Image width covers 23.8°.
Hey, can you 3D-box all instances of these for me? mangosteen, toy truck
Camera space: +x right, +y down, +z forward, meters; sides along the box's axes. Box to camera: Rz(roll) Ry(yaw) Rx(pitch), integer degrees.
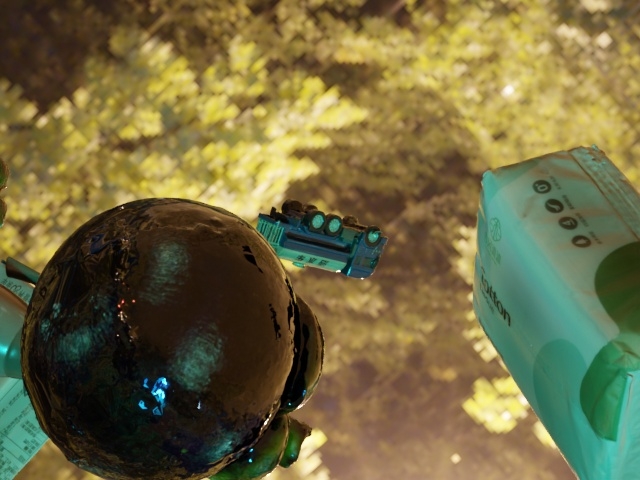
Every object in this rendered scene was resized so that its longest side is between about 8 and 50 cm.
[{"bbox_3d":[-0.092,0.088,1.083,0.250,0.211,0.211,41,-168,-37],"label":"mangosteen"},{"bbox_3d":[0.000,0.000,2.119,0.201,0.088,0.074,14,-174,-40],"label":"toy truck"}]

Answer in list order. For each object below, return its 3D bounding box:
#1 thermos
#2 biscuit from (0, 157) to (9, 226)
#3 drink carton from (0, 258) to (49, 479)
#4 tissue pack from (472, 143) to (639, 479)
[{"bbox_3d":[-0.348,0.083,1.640,0.193,0.137,0.105,24,149,17],"label":"thermos"},{"bbox_3d":[-0.520,-0.041,2.105,0.031,0.205,0.138,54,-158,-49],"label":"biscuit"},{"bbox_3d":[-0.452,0.210,2.042,0.194,0.324,0.132,29,164,44],"label":"drink carton"},{"bbox_3d":[0.327,0.099,1.782,0.266,0.194,0.356,88,159,-44],"label":"tissue pack"}]
